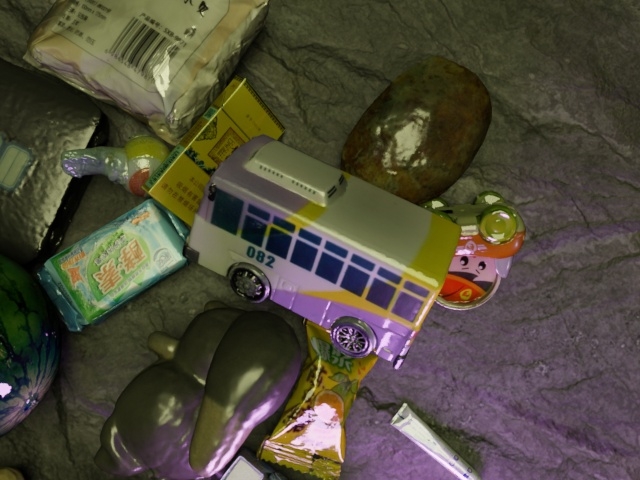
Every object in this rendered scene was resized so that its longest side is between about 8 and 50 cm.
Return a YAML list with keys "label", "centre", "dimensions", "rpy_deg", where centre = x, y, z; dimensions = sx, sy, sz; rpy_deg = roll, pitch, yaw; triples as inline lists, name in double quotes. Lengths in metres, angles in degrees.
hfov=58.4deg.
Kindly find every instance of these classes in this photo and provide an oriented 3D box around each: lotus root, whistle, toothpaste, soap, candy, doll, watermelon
- label: "lotus root"
  centre: [0.192, -0.210, 1.112]
  dimensions: [0.210, 0.142, 0.314]
  rpy_deg: [34, 76, 22]
- label: "whistle"
  centre: [-0.370, -0.136, 1.084]
  dimensions: [0.223, 0.123, 0.123]
  rpy_deg: [-2, 84, -32]
- label: "toothpaste"
  centre: [0.235, 0.413, 1.131]
  dimensions: [0.218, 0.033, 0.052]
  rpy_deg: [41, 80, 4]
- label: "soap"
  centre: [-0.388, 0.044, 1.109]
  dimensions: [0.293, 0.077, 0.156]
  rpy_deg: [-34, 87, -5]
- label: "candy"
  centre: [0.004, 0.291, 1.089]
  dimensions: [0.187, 0.081, 0.297]
  rpy_deg: [26, 81, -20]
- label: "doll"
  centre: [-0.214, 0.265, 0.951]
  dimensions: [0.252, 0.378, 0.383]
  rpy_deg: [29, 74, -1]
- label: "watermelon"
  centre: [-0.617, 0.174, 0.960]
  dimensions: [0.362, 0.363, 0.364]
  rpy_deg: [0, 85, -3]

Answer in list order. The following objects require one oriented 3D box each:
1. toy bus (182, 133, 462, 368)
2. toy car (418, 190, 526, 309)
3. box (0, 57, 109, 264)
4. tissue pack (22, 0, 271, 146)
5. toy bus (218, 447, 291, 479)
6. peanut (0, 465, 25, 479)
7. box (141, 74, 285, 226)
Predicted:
- label: "toy bus"
  centre: [0.000, 0.000, 1.005]
  dimensions: [0.439, 0.209, 0.249]
  rpy_deg: [26, 128, 8]
- label: "toy car"
  centre: [0.284, 0.027, 1.120]
  dimensions: [0.235, 0.145, 0.235]
  rpy_deg: [3, 109, 8]
- label: "box"
  centre: [-0.625, -0.163, 1.111]
  dimensions: [0.350, 0.091, 0.359]
  rpy_deg: [23, 84, 0]
- label: "tissue pack"
  centre: [-0.326, -0.413, 1.099]
  dimensions: [0.375, 0.195, 0.390]
  rpy_deg: [35, 84, 5]
- label: "toy bus"
  centre: [-0.041, 0.515, 1.052]
  dimensions: [0.329, 0.136, 0.109]
  rpy_deg: [36, 82, 1]
- label: "peanut"
  centre: [-0.653, 0.519, 1.033]
  dimensions: [0.125, 0.111, 0.275]
  rpy_deg: [38, 83, 5]
- label: "box"
  centre: [-0.200, -0.163, 1.109]
  dimensions: [0.279, 0.153, 0.041]
  rpy_deg: [-51, 48, -6]
